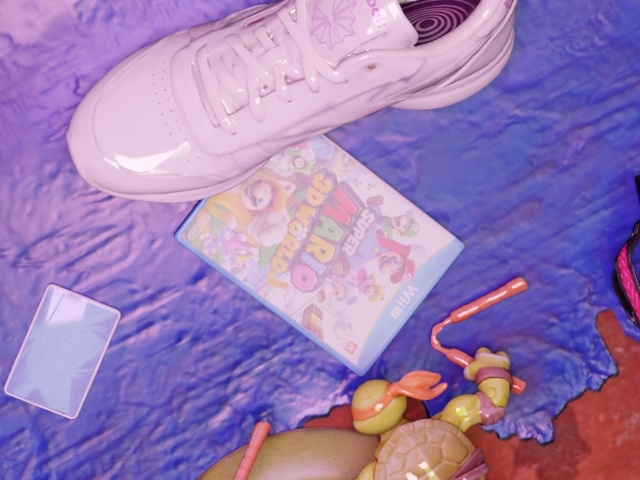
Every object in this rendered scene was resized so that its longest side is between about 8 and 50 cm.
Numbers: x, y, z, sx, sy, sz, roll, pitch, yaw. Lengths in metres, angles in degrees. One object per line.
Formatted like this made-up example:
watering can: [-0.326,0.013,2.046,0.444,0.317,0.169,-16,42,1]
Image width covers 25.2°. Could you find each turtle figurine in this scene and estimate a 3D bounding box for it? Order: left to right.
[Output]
turtle figurine: [0.089,0.164,0.966,0.269,0.087,0.217,-37,99,-20]

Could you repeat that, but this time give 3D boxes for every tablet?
tablet: [-0.177,0.076,0.984,0.054,0.006,0.083,23,95,-10]

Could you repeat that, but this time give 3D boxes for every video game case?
video game case: [0.000,0.000,0.991,0.166,0.015,0.119,37,93,-12]

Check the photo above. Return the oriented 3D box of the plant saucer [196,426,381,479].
plant saucer: [-0.001,0.254,1.022,0.241,0.037,0.240,-1,100,-7]

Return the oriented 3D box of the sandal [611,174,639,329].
sandal: [0.226,0.043,1.005,0.040,0.067,0.179,-5,103,5]

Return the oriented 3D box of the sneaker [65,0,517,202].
sneaker: [-0.018,-0.120,0.895,0.305,0.152,0.114,-22,78,-7]
